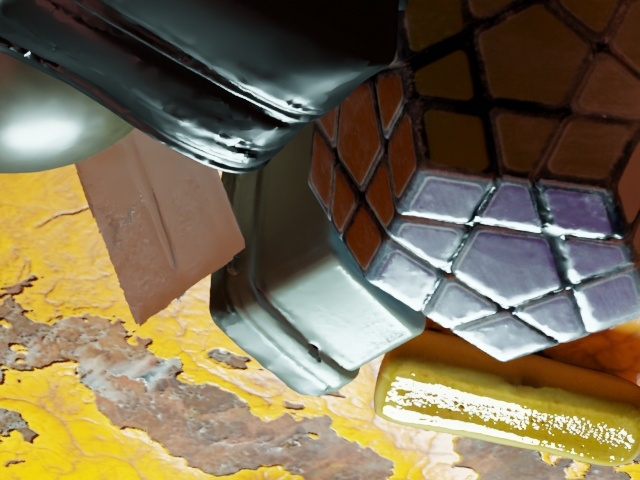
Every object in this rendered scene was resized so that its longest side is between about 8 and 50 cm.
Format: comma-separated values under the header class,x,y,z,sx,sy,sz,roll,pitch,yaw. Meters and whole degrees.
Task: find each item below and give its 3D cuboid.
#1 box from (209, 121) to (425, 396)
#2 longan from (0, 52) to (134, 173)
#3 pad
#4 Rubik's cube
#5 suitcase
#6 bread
class,x,y,z,sx,sy,sz,roll,pitch,yaw
box,0.000,0.000,1.538,0.129,0.210,0.148,-29,127,28
longan,-0.218,-0.165,1.381,0.258,0.258,0.258,7,138,6
pad,-0.137,-0.064,1.519,0.004,0.232,0.156,-7,159,-44
Rubik's cube,0.145,-0.077,1.372,0.319,0.319,0.264,31,109,-19
suitcase,-0.094,-0.237,1.193,0.339,0.345,0.188,29,131,-25
bread,0.167,0.135,1.740,0.239,0.074,0.093,13,122,-2
